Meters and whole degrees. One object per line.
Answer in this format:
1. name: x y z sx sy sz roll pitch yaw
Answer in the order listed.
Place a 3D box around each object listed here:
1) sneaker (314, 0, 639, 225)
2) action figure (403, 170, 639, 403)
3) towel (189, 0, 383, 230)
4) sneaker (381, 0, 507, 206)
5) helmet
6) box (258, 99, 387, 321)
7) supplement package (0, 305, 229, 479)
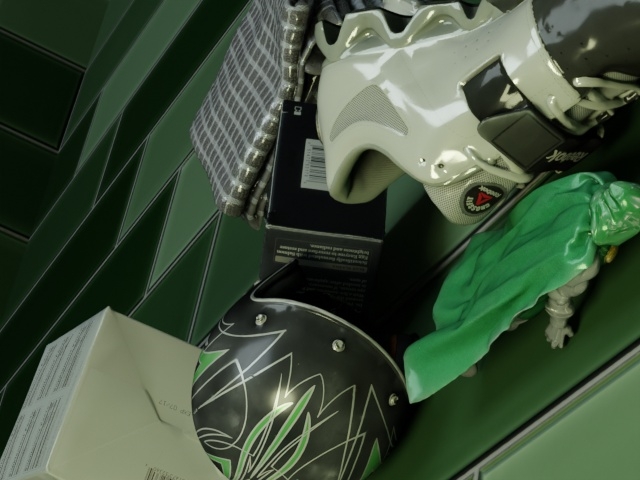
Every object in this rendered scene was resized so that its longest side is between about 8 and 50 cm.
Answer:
1. sneaker: 0.130 -0.083 1.107 0.331 0.122 0.146 -6 76 46
2. action figure: 0.137 0.017 1.085 0.232 0.063 0.137 -43 25 59
3. towel: -0.035 -0.154 1.734 0.235 0.121 0.283 -62 17 16
4. sneaker: 0.093 -0.112 1.336 0.297 0.111 0.129 -128 59 -72
5. helmet: -0.013 0.106 1.243 0.169 0.169 0.161 -56 3 26
6. box: 0.000 0.000 1.383 0.156 0.093 0.158 -84 2 -47
7. supplement package: -0.149 0.175 1.488 0.203 0.194 0.149 -28 39 64
